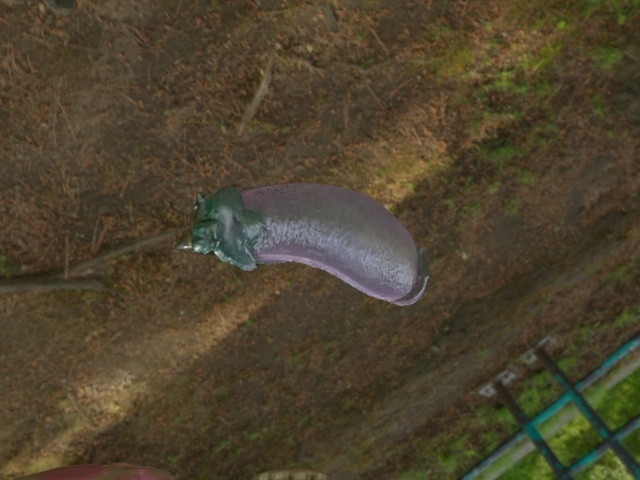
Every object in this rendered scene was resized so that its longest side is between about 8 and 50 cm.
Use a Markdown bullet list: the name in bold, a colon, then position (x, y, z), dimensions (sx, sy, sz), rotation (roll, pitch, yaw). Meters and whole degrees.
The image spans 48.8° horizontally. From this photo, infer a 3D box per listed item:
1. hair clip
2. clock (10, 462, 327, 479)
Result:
- **hair clip**: position (0.000, -0.002, 0.801), dimensions (0.359, 0.110, 0.095), rotation (6, 126, -37)
- **clock**: position (-0.001, 0.166, 0.277), dimensions (0.309, 0.114, 0.284), rotation (2, 173, -10)
